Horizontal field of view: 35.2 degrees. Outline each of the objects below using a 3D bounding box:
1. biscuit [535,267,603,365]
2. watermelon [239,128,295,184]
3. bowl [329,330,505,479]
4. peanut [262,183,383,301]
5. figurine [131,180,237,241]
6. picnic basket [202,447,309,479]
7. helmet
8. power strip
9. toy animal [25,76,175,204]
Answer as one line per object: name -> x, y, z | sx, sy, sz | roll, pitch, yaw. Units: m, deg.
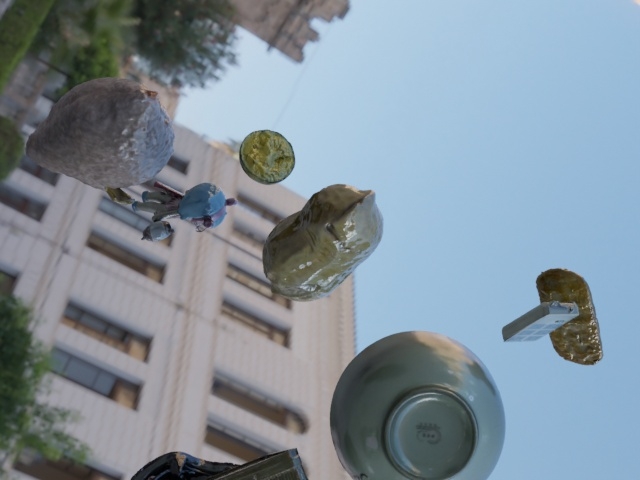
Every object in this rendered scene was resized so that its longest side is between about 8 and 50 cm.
biscuit -> 0.507, 0.158, 2.052 | 0.118, 0.247, 0.029 | 8, -141, 43
watermelon -> -0.102, -0.144, 1.823 | 0.062, 0.105, 0.105 | -39, -152, 57
bowl -> 0.197, 0.355, 1.919 | 0.354, 0.354, 0.185 | -61, -178, -2
peanut -> 0.004, -0.001, 1.804 | 0.340, 0.174, 0.158 | -41, -133, 41
figurine -> -0.330, -0.075, 2.260 | 0.260, 0.103, 0.205 | 9, -149, 34
picnic basket -> -0.109, 0.442, 1.672 | 0.139, 0.165, 0.266 | 69, -19, 8
helmet -> -0.248, 0.596, 2.050 | 0.197, 0.338, 0.271 | 112, -3, -45
power strip -> 0.435, 0.162, 2.007 | 0.192, 0.081, 0.035 | 131, -42, -60
toy animal -> -0.394, -0.202, 1.926 | 0.358, 0.226, 0.188 | -17, -128, 48
